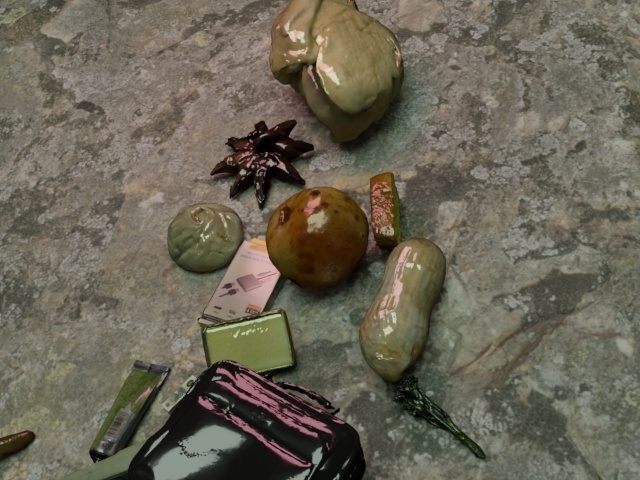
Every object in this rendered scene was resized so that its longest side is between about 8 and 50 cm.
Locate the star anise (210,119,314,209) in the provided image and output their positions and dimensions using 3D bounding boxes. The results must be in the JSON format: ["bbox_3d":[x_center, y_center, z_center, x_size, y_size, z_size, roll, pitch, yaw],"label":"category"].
[{"bbox_3d":[-0.143,-0.206,1.770,0.271,0.102,0.272,-8,56,12],"label":"star anise"}]

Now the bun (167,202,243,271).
[{"bbox_3d":[-0.266,-0.018,1.667,0.183,0.102,0.183,-7,56,11],"label":"bun"}]

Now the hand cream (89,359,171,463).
[{"bbox_3d":[-0.385,0.345,1.478,0.086,0.055,0.235,10,51,17],"label":"hand cream"}]

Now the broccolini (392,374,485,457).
[{"bbox_3d":[0.207,0.330,1.335,0.201,0.074,0.058,47,112,23],"label":"broccolini"}]

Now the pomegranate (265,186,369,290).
[{"bbox_3d":[0.000,0.000,1.529,0.215,0.215,0.215,-7,54,9],"label":"pomegranate"}]

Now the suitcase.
[{"bbox_3d":[-0.121,0.400,1.299,0.345,0.188,0.339,23,58,28],"label":"suitcase"}]

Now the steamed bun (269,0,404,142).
[{"bbox_3d":[0.026,-0.423,1.790,0.324,0.230,0.372,-32,83,-36],"label":"steamed bun"}]

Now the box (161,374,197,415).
[{"bbox_3d":[-0.269,0.311,1.463,0.024,0.054,0.083,36,70,27],"label":"box"}]

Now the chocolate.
[{"bbox_3d":[0.159,0.126,1.442,0.134,0.134,0.309,9,58,19],"label":"chocolate"}]

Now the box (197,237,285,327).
[{"bbox_3d":[-0.153,0.097,1.599,0.129,0.033,0.247,14,60,22],"label":"box"}]

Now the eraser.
[{"bbox_3d":[-0.142,0.209,1.477,0.172,0.058,0.117,-14,84,4],"label":"eraser"}]

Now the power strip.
[{"bbox_3d":[-0.422,0.448,1.388,0.285,0.080,0.048,-21,55,0],"label":"power strip"}]

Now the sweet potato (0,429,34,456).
[{"bbox_3d":[-0.696,0.451,1.460,0.269,0.075,0.074,-36,54,-24],"label":"sweet potato"}]

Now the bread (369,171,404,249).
[{"bbox_3d":[0.140,-0.056,1.592,0.065,0.103,0.187,-8,56,8],"label":"bread"}]
